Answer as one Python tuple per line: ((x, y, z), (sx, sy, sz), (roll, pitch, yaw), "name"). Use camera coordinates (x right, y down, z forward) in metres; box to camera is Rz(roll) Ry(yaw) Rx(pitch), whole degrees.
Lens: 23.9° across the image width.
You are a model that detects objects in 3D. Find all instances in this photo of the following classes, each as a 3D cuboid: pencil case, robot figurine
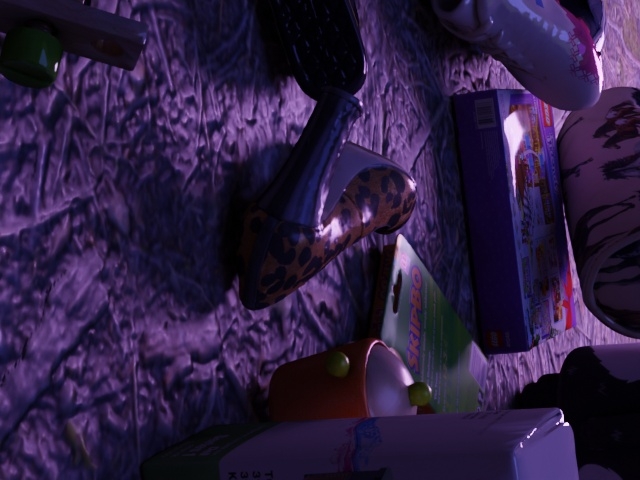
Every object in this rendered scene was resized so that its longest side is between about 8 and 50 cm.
((0.386, -0.044, 1.824), (0.410, 0.183, 0.160), (-86, 170, -61), "pencil case")
((0.378, 0.199, 1.755), (0.174, 0.278, 0.209), (63, 34, -37), "robot figurine")

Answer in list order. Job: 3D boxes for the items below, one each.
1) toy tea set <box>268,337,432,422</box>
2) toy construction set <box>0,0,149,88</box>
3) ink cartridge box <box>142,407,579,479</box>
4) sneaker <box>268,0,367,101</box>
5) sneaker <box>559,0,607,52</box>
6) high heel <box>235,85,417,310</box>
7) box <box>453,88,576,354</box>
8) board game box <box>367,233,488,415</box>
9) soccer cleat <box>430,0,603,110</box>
((0.069, 0.174, 1.276), (0.336, 0.124, 0.200), (-8, 88, -69), "toy tea set")
((-0.160, -0.229, 0.843), (0.309, 0.257, 0.237), (29, 70, -36), "toy construction set")
((0.035, 0.230, 1.041), (0.117, 0.278, 0.201), (-16, 99, -64), "ink cartridge box")
((-0.015, -0.227, 1.293), (0.097, 0.084, 0.235), (-88, 169, -80), "sneaker")
((0.277, -0.332, 1.838), (0.321, 0.126, 0.127), (-83, 158, -47), "sneaker")
((0.000, 0.000, 1.282), (0.186, 0.093, 0.261), (-64, 159, -12), "high heel")
((0.227, -0.028, 1.744), (0.201, 0.057, 0.293), (-11, 95, -64), "box")
((0.106, 0.111, 1.491), (0.259, 0.039, 0.124), (56, 37, -49), "board game box")
((0.187, -0.243, 1.634), (0.331, 0.116, 0.143), (52, 54, -26), "soccer cleat")
